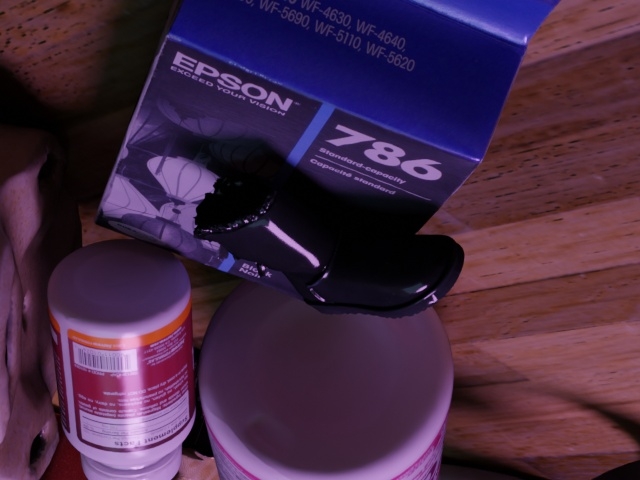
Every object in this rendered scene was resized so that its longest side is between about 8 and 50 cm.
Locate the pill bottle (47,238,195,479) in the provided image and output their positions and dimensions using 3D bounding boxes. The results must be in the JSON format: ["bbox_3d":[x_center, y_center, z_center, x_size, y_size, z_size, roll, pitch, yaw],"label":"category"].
[{"bbox_3d":[-0.120,0.081,1.050,0.086,0.086,0.152,12,130,13],"label":"pill bottle"}]

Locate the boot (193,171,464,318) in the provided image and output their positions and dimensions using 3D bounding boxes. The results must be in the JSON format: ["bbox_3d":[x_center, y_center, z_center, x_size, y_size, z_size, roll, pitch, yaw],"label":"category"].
[{"bbox_3d":[0.000,-0.001,0.876,0.099,0.045,0.121,36,152,-33],"label":"boot"}]

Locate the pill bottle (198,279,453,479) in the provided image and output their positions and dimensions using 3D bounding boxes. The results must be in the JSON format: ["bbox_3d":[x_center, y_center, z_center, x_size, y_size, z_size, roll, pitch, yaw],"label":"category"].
[{"bbox_3d":[0.006,0.133,1.176,0.160,0.160,0.283,14,157,7],"label":"pill bottle"}]

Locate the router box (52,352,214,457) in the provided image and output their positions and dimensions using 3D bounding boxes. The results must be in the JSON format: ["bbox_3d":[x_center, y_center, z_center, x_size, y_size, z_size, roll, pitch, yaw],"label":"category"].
[{"bbox_3d":[-0.217,0.134,1.436,0.243,0.081,0.309,29,155,-25],"label":"router box"}]

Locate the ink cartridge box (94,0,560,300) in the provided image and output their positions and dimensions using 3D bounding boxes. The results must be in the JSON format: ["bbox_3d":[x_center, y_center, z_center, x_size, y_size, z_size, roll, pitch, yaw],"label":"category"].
[{"bbox_3d":[-0.013,-0.060,0.887,0.165,0.065,0.332,21,156,-6],"label":"ink cartridge box"}]

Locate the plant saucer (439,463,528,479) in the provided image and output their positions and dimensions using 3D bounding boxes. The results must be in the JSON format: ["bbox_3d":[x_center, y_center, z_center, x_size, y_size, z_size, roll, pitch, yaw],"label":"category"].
[{"bbox_3d":[0.152,0.345,1.524,0.401,0.100,0.400,14,146,10],"label":"plant saucer"}]

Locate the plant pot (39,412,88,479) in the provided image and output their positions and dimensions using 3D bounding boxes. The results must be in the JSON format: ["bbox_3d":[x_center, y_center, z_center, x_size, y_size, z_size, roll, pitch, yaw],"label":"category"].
[{"bbox_3d":[-0.258,0.271,1.366,0.267,0.235,0.267,2,152,35],"label":"plant pot"}]

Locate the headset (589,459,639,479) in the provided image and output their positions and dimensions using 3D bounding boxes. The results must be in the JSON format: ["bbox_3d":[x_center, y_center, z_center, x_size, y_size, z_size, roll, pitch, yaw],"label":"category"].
[{"bbox_3d":[0.122,0.319,1.254,0.185,0.394,0.243,55,180,25],"label":"headset"}]

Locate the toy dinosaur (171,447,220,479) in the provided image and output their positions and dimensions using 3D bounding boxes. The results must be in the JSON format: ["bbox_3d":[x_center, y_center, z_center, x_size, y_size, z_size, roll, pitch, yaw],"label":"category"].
[{"bbox_3d":[-0.105,0.175,1.307,0.093,0.053,0.183,-8,155,8],"label":"toy dinosaur"}]

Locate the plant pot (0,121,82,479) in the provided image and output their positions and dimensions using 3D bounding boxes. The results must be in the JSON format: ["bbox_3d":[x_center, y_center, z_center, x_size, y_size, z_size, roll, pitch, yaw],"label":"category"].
[{"bbox_3d":[-0.314,0.034,1.040,0.306,0.333,0.334,4,156,3],"label":"plant pot"}]
